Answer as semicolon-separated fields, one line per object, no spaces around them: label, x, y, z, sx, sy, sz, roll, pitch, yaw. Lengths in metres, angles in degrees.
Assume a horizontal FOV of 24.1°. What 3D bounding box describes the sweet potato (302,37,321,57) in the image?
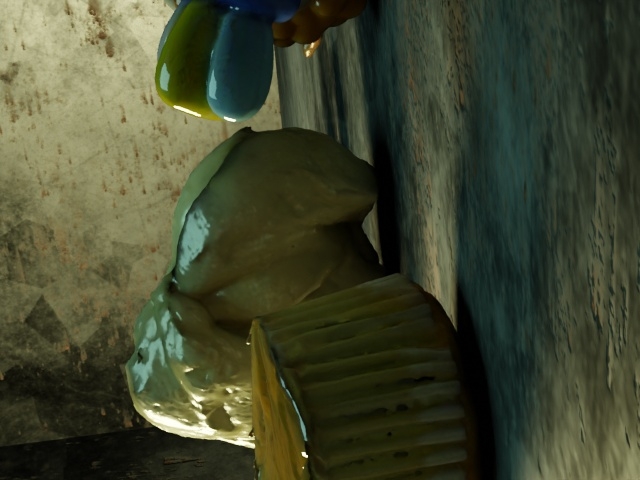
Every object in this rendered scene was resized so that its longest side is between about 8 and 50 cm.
sweet potato;-0.019;-0.318;2.038;0.044;0.044;0.179;-101;-2;-47

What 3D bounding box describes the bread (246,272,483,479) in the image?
bread;0.041;0.166;1.124;0.204;0.156;0.288;-114;18;-51

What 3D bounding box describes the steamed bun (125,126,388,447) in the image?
steamed bun;-0.047;0.064;1.545;0.372;0.230;0.325;-66;-15;10

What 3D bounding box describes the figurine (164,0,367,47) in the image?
figurine;-0.015;-0.315;1.299;0.382;0.225;0.205;-31;40;60

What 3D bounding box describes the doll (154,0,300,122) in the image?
doll;-0.043;-0.275;1.013;0.365;0.187;0.376;65;145;38
